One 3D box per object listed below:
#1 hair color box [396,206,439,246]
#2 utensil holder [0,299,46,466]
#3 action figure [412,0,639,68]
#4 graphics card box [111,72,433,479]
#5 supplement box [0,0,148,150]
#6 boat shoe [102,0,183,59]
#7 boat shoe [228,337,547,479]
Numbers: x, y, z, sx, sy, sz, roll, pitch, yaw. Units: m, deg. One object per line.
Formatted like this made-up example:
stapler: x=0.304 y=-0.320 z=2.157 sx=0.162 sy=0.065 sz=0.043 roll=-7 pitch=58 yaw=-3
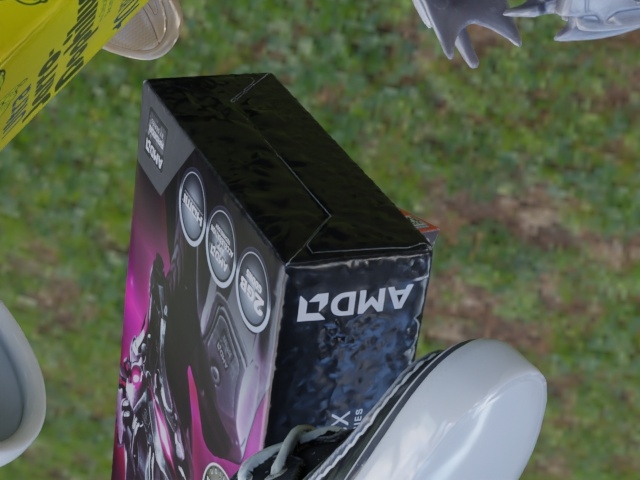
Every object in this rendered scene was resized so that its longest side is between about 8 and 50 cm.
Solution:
hair color box: x=0.000 y=0.000 z=1.305 sx=0.167 sy=0.093 sz=0.053 roll=27 pitch=-161 yaw=30
utensil holder: x=-0.532 y=0.212 z=1.786 sx=0.327 sy=0.328 sz=0.385 roll=33 pitch=113 yaw=-32
action figure: x=0.086 y=-0.166 z=0.578 sx=0.099 sy=0.185 sz=0.285 roll=-25 pitch=178 yaw=-25
graphics card box: x=-0.045 y=0.112 z=1.010 sx=0.094 sy=0.233 sz=0.371 roll=-4 pitch=121 yaw=-24
supplement box: x=-0.242 y=-0.194 z=1.154 sx=0.195 sy=0.356 sz=0.194 roll=41 pitch=162 yaw=1
boat shoe: x=-0.253 y=-0.268 z=1.599 sx=0.285 sy=0.103 sz=0.092 roll=30 pitch=-176 yaw=-4
boat shoe: x=0.000 y=0.134 z=0.781 sx=0.102 sy=0.108 sz=0.301 roll=48 pitch=136 yaw=23
